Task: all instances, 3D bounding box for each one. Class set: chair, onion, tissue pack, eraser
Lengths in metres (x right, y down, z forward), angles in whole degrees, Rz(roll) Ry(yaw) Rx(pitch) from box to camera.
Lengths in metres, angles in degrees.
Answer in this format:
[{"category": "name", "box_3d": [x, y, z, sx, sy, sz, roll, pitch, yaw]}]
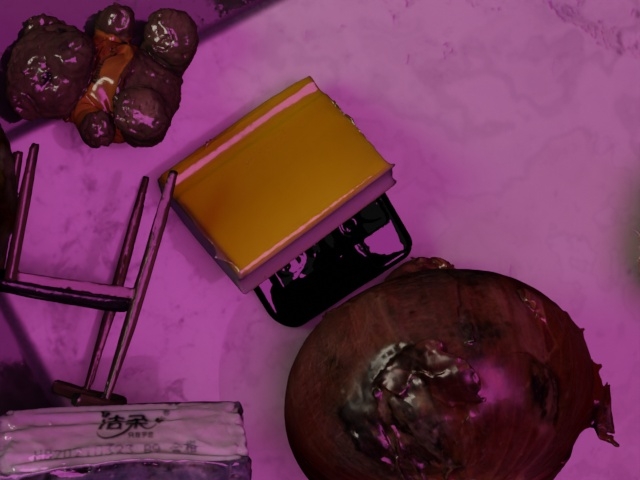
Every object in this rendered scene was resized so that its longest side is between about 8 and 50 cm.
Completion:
[{"category": "chair", "box_3d": [-0.267, 0.046, 1.760, 0.166, 0.188, 0.272, 10, 86, -17]}, {"category": "onion", "box_3d": [0.141, 0.176, 1.810, 0.353, 0.353, 0.354, -1, 93, -17]}, {"category": "tissue pack", "box_3d": [-0.211, 0.326, 1.731, 0.259, 0.122, 0.361, -2, 129, -14]}, {"category": "eraser", "box_3d": [-0.050, -0.065, 1.849, 0.226, 0.069, 0.158, -37, 73, -13]}]

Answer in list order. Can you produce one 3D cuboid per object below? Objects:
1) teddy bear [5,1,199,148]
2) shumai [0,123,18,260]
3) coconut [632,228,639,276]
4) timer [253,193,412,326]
[{"category": "teddy bear", "box_3d": [-0.241, -0.172, 1.794, 0.190, 0.140, 0.177, 16, 61, -9]}, {"category": "shumai", "box_3d": [-0.494, 0.002, 1.609, 0.395, 0.348, 0.395, 4, 66, -9]}, {"category": "coconut", "box_3d": [0.486, -0.020, 1.979, 0.224, 0.224, 0.234, -2, 94, -17]}, {"category": "timer", "box_3d": [0.000, 0.000, 1.904, 0.187, 0.055, 0.144, -33, 102, -13]}]
